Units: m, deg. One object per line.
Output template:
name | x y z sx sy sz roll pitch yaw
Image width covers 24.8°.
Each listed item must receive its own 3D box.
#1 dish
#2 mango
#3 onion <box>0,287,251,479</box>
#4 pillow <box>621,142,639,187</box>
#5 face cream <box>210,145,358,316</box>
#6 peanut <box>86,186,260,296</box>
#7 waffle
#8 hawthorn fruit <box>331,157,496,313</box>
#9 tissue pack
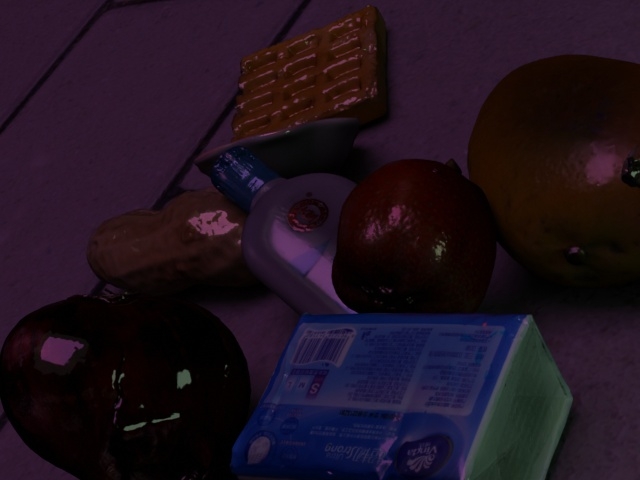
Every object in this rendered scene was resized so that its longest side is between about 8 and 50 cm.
dish | -0.045 -0.088 1.828 0.229 0.081 0.229 -14 -2 -1
mango | 0.276 -0.092 1.527 0.253 0.182 0.365 -31 35 4
onion | -0.203 0.158 1.513 0.221 0.281 0.281 -30 28 40
pillow | 0.433 -0.094 1.351 0.119 0.312 0.310 -50 13 47
face cream | 0.000 0.000 1.631 0.163 0.080 0.336 -37 54 -18
peanut | -0.171 0.005 1.803 0.290 0.130 0.130 -10 40 31
waffle | -0.013 -0.213 2.018 0.221 0.055 0.248 -19 35 17
hawthorn fruit | 0.100 -0.002 1.463 0.169 0.169 0.188 -2 42 36
tissue pack | 0.077 0.179 1.374 0.263 0.146 0.198 -1 47 35
